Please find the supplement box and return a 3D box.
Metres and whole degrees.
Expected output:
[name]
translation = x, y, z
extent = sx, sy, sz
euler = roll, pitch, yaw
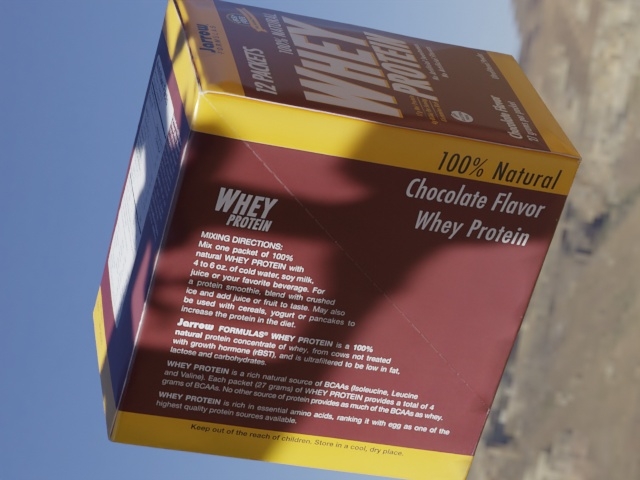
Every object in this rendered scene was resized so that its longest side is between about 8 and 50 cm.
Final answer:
[supplement box]
translation = 0.000, 0.000, 0.922
extent = 0.129, 0.191, 0.194
euler = -110, 32, -60
